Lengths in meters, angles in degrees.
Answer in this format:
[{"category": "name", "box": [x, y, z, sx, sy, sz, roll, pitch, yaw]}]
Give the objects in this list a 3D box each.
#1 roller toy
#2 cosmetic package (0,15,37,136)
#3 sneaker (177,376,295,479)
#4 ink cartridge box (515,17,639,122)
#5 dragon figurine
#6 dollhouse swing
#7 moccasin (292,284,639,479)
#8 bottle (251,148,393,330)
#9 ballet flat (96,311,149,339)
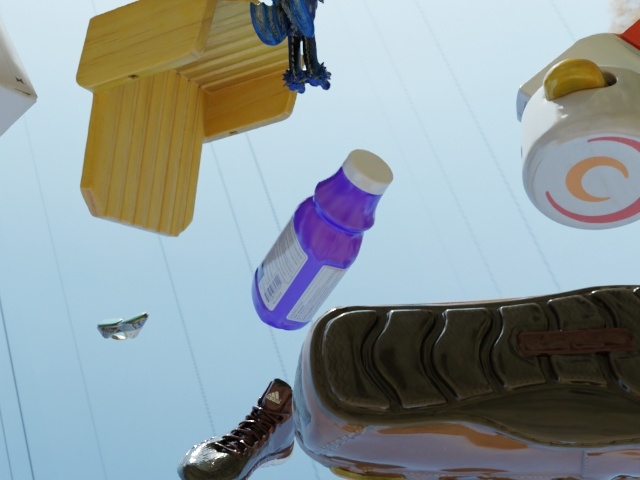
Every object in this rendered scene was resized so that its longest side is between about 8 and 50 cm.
[{"category": "roller toy", "box": [0.357, -0.124, 1.003, 0.209, 0.191, 0.146, 21, -134, -8]}, {"category": "cosmetic package", "box": [-0.236, -0.153, 0.390, 0.099, 0.060, 0.239, 19, -144, -59]}, {"category": "sneaker", "box": [-0.116, 0.304, 1.265, 0.106, 0.163, 0.281, 29, -165, 23]}, {"category": "ink cartridge box", "box": [0.552, -0.239, 1.197, 0.385, 0.091, 0.308, -40, -118, -10]}, {"category": "dragon figurine", "box": [-0.048, -0.333, 1.091, 0.085, 0.289, 0.144, -5, -121, 18]}, {"category": "dollhouse swing", "box": [-0.198, -0.194, 1.286, 0.315, 0.347, 0.305, -12, -103, 20]}, {"category": "moccasin", "box": [0.171, 0.121, 0.539, 0.379, 0.147, 0.139, -4, -128, -8]}, {"category": "bottle", "box": [0.000, 0.000, 1.050, 0.092, 0.283, 0.118, 14, -141, -27]}, {"category": "ballet flat", "box": [-0.314, 0.141, 1.241, 0.041, 0.114, 0.041, 24, -120, -50]}]
